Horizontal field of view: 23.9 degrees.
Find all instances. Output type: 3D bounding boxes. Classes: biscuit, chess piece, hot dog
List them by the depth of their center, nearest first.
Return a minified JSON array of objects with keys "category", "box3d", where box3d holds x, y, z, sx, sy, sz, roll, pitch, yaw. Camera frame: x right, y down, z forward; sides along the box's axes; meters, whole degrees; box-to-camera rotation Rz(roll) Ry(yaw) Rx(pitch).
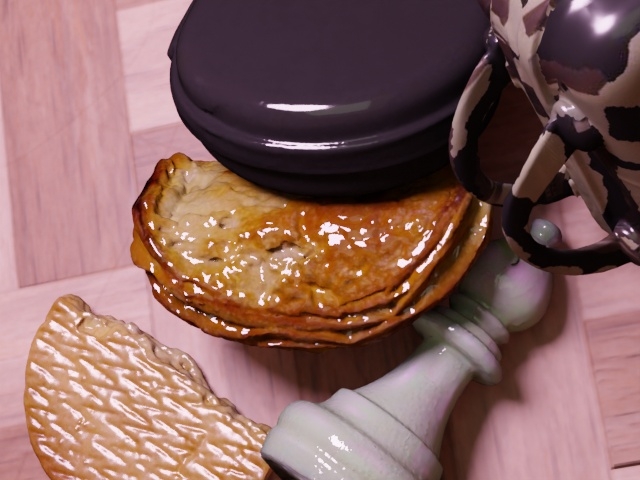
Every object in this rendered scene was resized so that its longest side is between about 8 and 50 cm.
[{"category":"chess piece","box3d":[0.088,0.090,1.094,0.139,0.139,0.272,34,75,18]},{"category":"hot dog","box3d":[-0.002,0.003,1.099,0.259,0.175,0.114,1,119,11]},{"category":"biscuit","box3d":[-0.143,0.149,1.171,0.224,0.033,0.144,29,87,18]}]

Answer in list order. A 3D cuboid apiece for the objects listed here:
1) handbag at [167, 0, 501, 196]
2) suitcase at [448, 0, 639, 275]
[{"category":"handbag","box3d":[0.020,-0.151,1.104,0.254,0.093,0.308,3,44,17]},{"category":"suitcase","box3d":[0.244,-0.113,0.971,0.339,0.351,0.194,-39,53,1]}]
